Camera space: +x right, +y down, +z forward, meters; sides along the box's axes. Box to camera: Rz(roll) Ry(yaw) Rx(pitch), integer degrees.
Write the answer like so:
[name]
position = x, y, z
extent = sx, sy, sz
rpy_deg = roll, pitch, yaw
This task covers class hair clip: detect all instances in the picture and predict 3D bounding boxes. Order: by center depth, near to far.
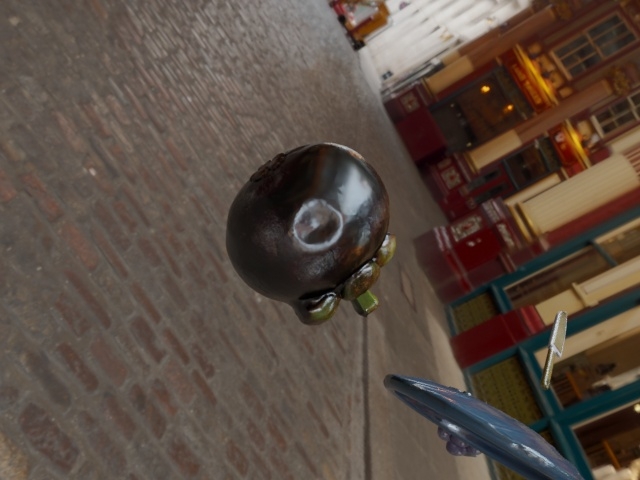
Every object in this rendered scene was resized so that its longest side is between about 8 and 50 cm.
[hair clip]
position = 0.281, 0.349, 1.145
extent = 0.052, 0.124, 0.196
rpy_deg = -60, 140, -46

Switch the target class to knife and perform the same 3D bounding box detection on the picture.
[knife]
position = 0.523, 0.241, 1.336
extent = 0.046, 0.022, 0.256
rpy_deg = 50, 45, -13

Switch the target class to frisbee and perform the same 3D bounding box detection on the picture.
[frisbee]
position = 0.211, 0.234, 0.739
extent = 0.289, 0.049, 0.289
rpy_deg = 30, -12, 7

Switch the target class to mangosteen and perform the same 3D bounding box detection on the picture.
[mangosteen]
position = 0.000, 0.000, 0.963
extent = 0.302, 0.275, 0.275
rpy_deg = 53, 17, -14
